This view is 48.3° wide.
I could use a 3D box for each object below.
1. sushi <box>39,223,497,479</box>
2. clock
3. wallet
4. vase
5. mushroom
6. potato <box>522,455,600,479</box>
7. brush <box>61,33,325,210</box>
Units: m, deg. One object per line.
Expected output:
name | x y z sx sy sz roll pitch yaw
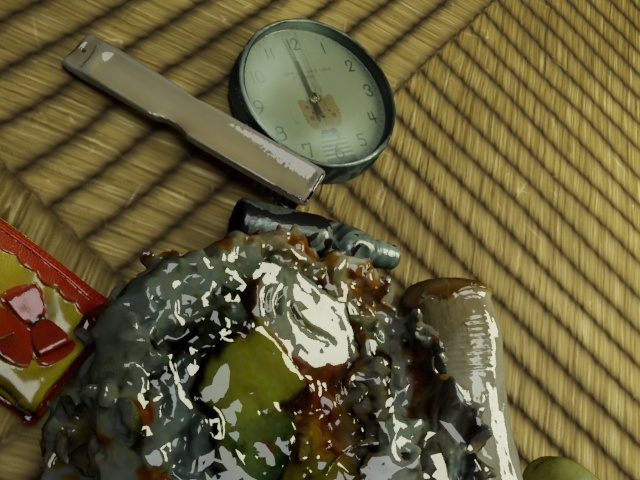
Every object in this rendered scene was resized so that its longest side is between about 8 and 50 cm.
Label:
sushi | -0.046 0.171 0.662 0.417 0.176 0.418 10 66 -24
clock | -0.006 -0.183 0.917 0.226 0.049 0.226 10 66 -23
wallet | -0.316 0.042 0.657 0.241 0.067 0.141 38 55 -6
vase | 0.000 0.000 0.833 0.211 0.060 0.060 12 64 -22
mushroom | 0.171 0.200 0.791 0.095 0.122 0.351 25 46 -52
potato | 0.290 0.331 0.780 0.157 0.157 0.194 -22 74 -32
brush | -0.147 -0.134 0.833 0.321 0.050 0.060 31 61 -2
